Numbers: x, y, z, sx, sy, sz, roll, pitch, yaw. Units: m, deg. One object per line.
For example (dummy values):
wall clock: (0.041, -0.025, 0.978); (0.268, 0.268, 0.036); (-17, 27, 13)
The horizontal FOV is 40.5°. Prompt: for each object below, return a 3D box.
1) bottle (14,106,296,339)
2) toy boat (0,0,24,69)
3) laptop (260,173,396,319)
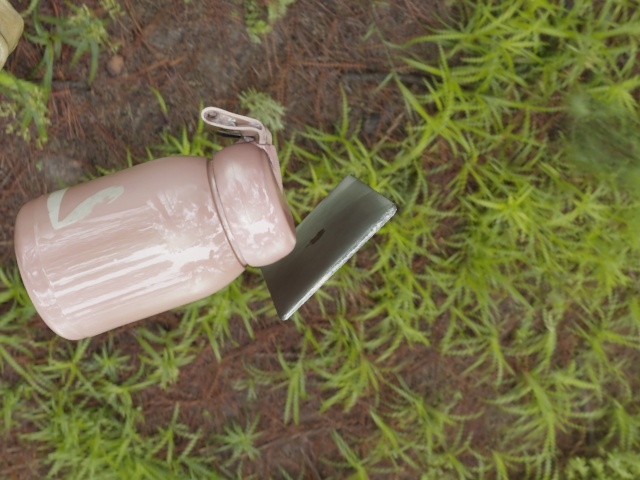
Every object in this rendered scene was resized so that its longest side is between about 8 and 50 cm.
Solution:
bottle: (-0.181, -0.024, 0.989); (0.297, 0.206, 0.173); (-18, 172, 5)
toy boat: (-0.359, -0.202, 0.815); (0.188, 0.061, 0.116); (12, 133, 19)
laptop: (0.000, 0.000, 1.111); (0.187, 0.269, 0.015); (-45, 105, 2)
